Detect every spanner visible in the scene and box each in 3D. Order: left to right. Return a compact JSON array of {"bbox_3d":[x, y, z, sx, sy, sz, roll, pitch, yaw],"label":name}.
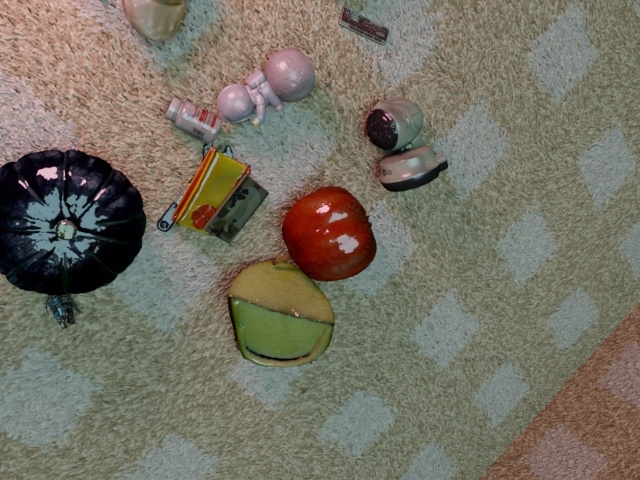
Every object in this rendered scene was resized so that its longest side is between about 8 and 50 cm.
[{"bbox_3d":[-0.371,-0.157,1.362,0.087,0.024,0.316,38,91,-26],"label":"spanner"}]

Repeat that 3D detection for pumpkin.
[{"bbox_3d":[-0.621,-0.045,1.156,0.363,0.266,0.364,-6,106,-21],"label":"pumpkin"}]

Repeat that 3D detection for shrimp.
[{"bbox_3d":[-0.715,0.158,1.305,0.082,0.076,0.174,-29,117,-57],"label":"shrimp"}]

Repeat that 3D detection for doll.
[{"bbox_3d":[-0.157,-0.416,1.305,0.287,0.151,0.151,-30,115,-8],"label":"doll"}]

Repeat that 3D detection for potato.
[{"bbox_3d":[-0.130,0.243,1.503,0.330,0.213,0.280,15,127,-4],"label":"potato"}]

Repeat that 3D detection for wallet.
[{"bbox_3d":[-0.305,-0.130,1.352,0.141,0.067,0.241,23,102,-42],"label":"wallet"}]

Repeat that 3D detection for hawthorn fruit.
[{"bbox_3d":[0.000,0.000,1.442,0.330,0.287,0.287,-25,114,2],"label":"hawthorn fruit"}]

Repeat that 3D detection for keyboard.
[{"bbox_3d":[0.132,-0.640,1.420,0.165,0.017,0.055,14,100,-25],"label":"keyboard"}]

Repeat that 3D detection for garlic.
[{"bbox_3d":[-0.411,-0.637,1.106,0.184,0.203,0.281,32,111,12],"label":"garlic"}]

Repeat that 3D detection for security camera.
[{"bbox_3d":[0.252,-0.309,1.481,0.191,0.197,0.277,-26,108,-23],"label":"security camera"}]

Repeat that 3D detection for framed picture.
[{"bbox_3d":[-0.245,-0.089,1.399,0.201,0.010,0.136,-52,150,0],"label":"framed picture"}]

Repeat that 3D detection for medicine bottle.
[{"bbox_3d":[-0.347,-0.328,1.285,0.140,0.079,0.079,26,95,-27],"label":"medicine bottle"}]
